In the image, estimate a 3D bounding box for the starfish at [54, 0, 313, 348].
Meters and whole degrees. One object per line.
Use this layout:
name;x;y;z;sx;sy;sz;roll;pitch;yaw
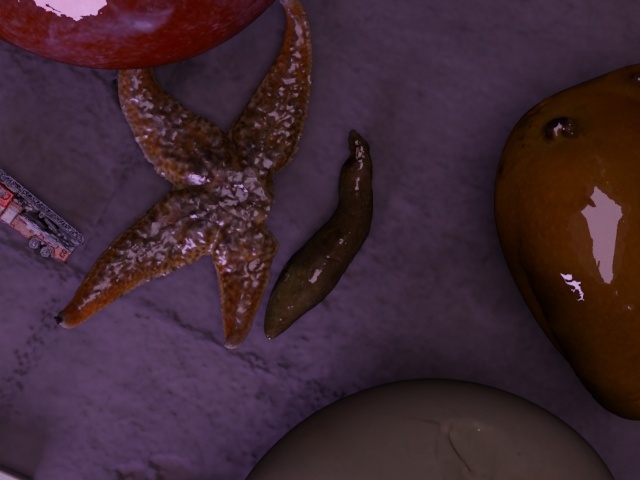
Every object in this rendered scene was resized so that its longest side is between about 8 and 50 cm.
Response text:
starfish;-0.086;-0.050;1.230;0.138;0.050;0.247;12;84;-6

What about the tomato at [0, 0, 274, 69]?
tomato;-0.124;-0.234;1.124;0.270;0.227;0.270;0;83;2

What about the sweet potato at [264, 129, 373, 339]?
sweet potato;0.006;0.002;1.246;0.041;0.038;0.153;28;87;-30

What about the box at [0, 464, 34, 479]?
box;-0.267;0.220;1.230;0.090;0.024;0.167;25;90;-7

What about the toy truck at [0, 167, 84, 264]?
toy truck;-0.197;-0.017;1.227;0.083;0.024;0.032;37;92;-7

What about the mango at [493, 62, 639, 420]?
mango;0.196;0.013;1.216;0.136;0.166;0.236;-9;121;35

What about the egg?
egg;0.068;0.196;1.171;0.269;0.219;0.219;-3;93;-24
